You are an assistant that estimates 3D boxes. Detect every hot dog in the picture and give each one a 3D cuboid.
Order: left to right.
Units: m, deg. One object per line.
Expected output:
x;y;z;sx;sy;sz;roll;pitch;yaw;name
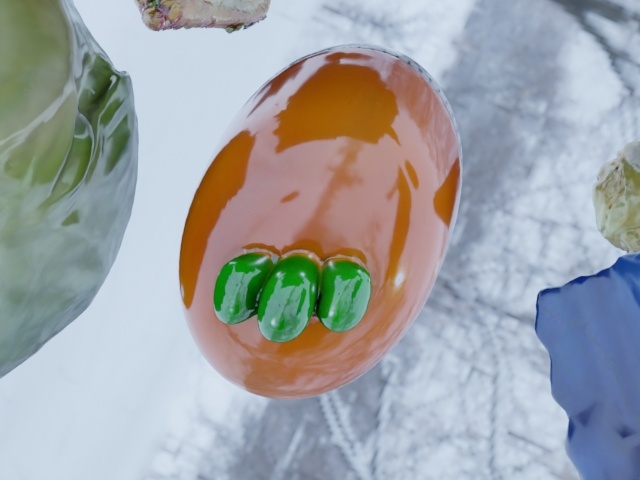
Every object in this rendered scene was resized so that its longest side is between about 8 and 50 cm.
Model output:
-0.088;-0.175;1.173;0.144;0.062;0.038;-20;127;-57;hot dog

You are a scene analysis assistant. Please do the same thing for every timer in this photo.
0.000;0.000;0.575;0.136;0.099;0.136;-168;-90;-87;timer

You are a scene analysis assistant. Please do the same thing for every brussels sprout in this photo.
-0.177;-0.036;0.628;0.219;0.210;0.271;-17;171;-26;brussels sprout

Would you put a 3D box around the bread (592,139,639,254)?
0.317;-0.010;0.807;0.084;0.367;0.077;8;88;-61;bread

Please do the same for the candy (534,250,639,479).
0.214;0.049;0.404;0.077;0.331;0.187;2;71;-55;candy
